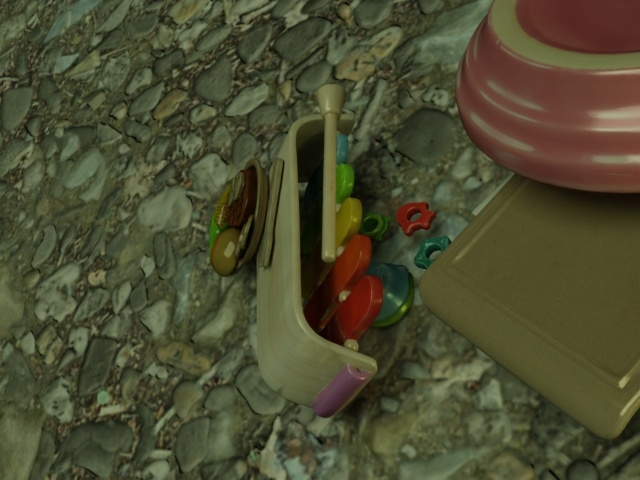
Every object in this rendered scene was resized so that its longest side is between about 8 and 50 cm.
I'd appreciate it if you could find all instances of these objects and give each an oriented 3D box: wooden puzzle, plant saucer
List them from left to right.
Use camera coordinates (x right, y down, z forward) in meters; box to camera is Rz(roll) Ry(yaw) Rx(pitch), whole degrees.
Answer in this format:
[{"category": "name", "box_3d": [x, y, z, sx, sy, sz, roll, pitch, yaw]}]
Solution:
[{"category": "wooden puzzle", "box_3d": [0.217, 0.006, 0.667, 0.239, 0.044, 0.221, -50, 41, -2]}, {"category": "plant saucer", "box_3d": [0.266, -0.172, 0.689, 0.332, 0.084, 0.332, -15, 37, 11]}]

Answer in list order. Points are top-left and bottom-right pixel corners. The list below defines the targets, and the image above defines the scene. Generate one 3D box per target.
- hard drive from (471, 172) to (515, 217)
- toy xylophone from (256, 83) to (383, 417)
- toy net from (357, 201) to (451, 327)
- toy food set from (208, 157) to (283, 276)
[{"category": "hard drive", "box_3d": [0.308, -0.083, 0.731, 0.318, 0.040, 0.210, -45, 40, -2]}, {"category": "toy xylophone", "box_3d": [0.000, 0.000, 0.848, 0.236, 0.081, 0.323, 129, 146, -57]}, {"category": "toy net", "box_3d": [0.131, 0.018, 0.848, 0.232, 0.045, 0.122, -5, 55, 30]}, {"category": "toy food set", "box_3d": [-0.091, -0.026, 0.941, 0.192, 0.038, 0.132, 165, 114, -70]}]
